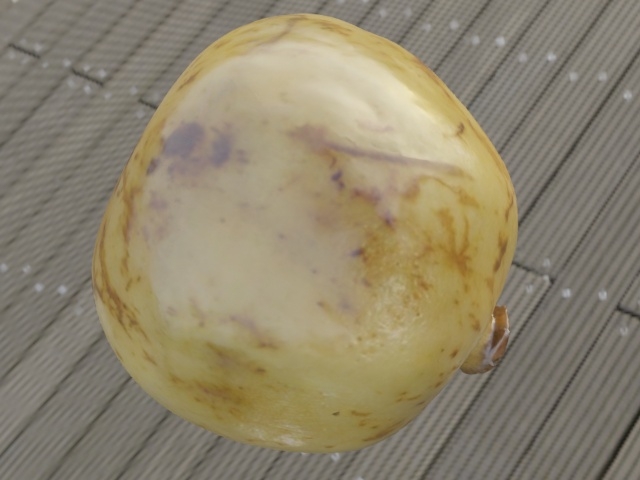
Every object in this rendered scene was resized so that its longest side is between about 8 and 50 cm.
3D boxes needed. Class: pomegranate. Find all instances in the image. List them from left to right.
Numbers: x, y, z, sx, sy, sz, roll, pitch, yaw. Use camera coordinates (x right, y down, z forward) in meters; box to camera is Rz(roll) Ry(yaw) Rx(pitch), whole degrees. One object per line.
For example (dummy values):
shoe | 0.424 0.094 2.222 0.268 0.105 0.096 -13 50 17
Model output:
pomegranate | 0.000 0.000 0.528 0.215 0.215 0.215 -9 53 12
